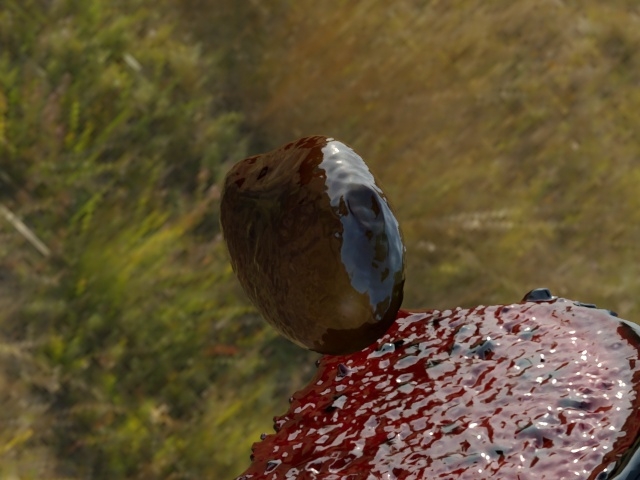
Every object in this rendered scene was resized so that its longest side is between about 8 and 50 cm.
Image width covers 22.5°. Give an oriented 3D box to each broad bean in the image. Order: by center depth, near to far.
[{"bbox_3d":[0.000,0.000,0.877,0.165,0.084,0.114,-155,-124,-70],"label":"broad bean"}]

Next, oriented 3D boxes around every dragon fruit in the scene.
[{"bbox_3d":[0.086,0.143,0.942,0.343,0.282,0.100,-51,126,-52],"label":"dragon fruit"}]
